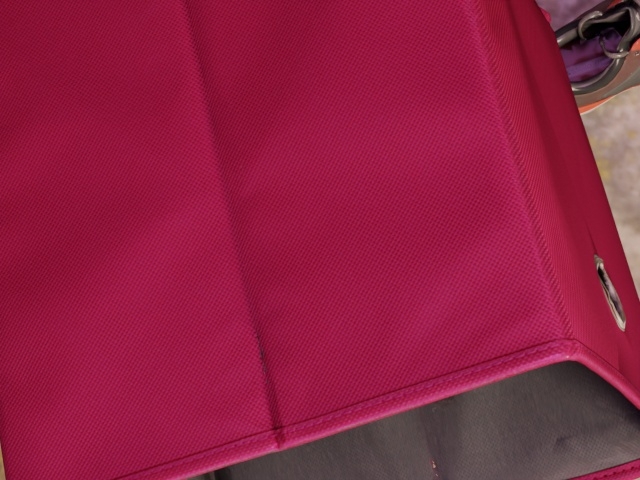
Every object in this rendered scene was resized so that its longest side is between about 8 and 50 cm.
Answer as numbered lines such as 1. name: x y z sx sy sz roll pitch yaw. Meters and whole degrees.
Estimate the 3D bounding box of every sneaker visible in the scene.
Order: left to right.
1. sneaker: 0.182 -0.114 1.063 0.158 0.065 0.061 -29 78 -1

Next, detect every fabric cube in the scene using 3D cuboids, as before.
1. fabric cube: 0.000 0.000 0.919 0.259 0.254 0.258 -19 68 15
